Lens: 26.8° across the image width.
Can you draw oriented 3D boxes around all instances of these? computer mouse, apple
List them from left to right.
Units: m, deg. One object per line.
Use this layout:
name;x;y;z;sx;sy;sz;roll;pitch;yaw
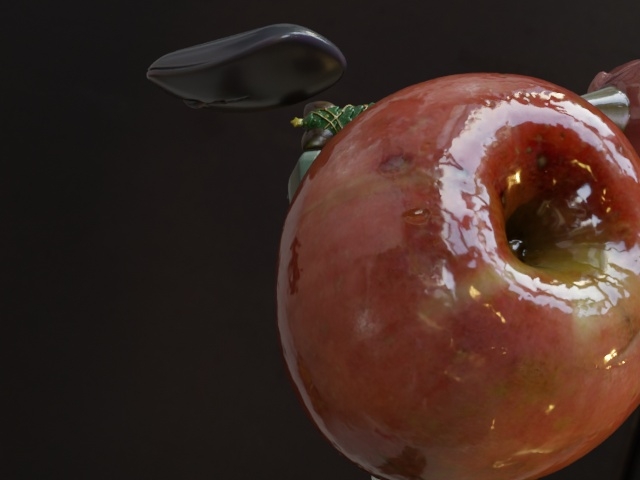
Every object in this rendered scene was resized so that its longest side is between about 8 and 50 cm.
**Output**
computer mouse;-0.082;-0.176;1.430;0.120;0.232;0.057;26;64;-48
apple;0.127;0.046;1.203;0.364;0.363;0.364;17;90;-75

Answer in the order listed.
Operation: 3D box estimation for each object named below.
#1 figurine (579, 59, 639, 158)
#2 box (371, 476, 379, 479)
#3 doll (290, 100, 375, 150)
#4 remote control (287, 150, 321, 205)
figurine;0.368;-0.125;1.389;0.207;0.386;0.166;123;-43;-52
box;0.121;0.239;1.510;0.129;0.130;0.051;-93;176;-51
doll;0.025;-0.151;1.719;0.077;0.113;0.078;129;-28;-49
remote control;0.000;0.000;1.736;0.335;0.065;0.128;77;12;-70
